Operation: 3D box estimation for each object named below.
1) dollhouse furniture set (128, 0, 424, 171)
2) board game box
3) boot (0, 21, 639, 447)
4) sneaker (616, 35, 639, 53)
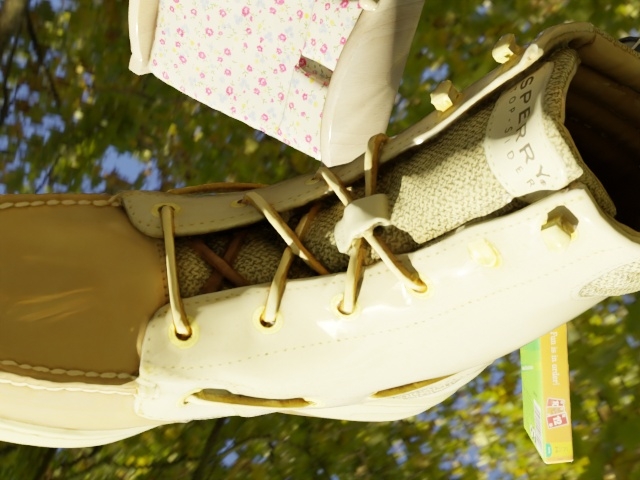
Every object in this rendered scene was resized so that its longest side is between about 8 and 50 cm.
[{"bbox_3d":[-0.107,-0.176,0.905,0.303,0.355,0.174,29,-150,27],"label":"dollhouse furniture set"},{"bbox_3d":[0.216,0.075,1.379,0.039,0.124,0.259,-7,-81,0],"label":"board game box"},{"bbox_3d":[0.000,0.000,0.465,0.262,0.203,0.095,8,-116,-35],"label":"boot"},{"bbox_3d":[0.300,-0.097,1.029,0.282,0.099,0.153,-20,-96,-22],"label":"sneaker"}]
